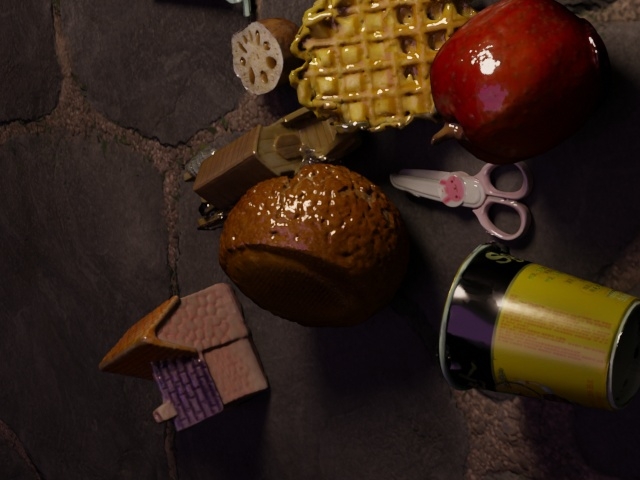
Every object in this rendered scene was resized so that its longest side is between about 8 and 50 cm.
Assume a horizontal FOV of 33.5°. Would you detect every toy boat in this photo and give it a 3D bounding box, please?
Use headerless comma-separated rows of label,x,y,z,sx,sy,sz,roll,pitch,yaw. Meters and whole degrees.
toy boat,-0.091,-0.138,1.755,0.445,0.162,0.136,-24,81,46

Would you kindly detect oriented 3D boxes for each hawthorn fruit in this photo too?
hawthorn fruit,0.238,-0.190,1.341,0.215,0.249,0.215,46,171,9

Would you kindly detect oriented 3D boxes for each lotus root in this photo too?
lotus root,-0.082,-0.304,1.754,0.122,0.081,0.112,-20,89,46

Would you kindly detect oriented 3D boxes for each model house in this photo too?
model house,-0.267,0.232,1.989,0.202,0.237,0.237,-25,84,45

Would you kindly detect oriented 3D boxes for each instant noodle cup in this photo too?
instant noodle cup,0.306,0.126,1.423,0.236,0.215,0.216,12,111,33

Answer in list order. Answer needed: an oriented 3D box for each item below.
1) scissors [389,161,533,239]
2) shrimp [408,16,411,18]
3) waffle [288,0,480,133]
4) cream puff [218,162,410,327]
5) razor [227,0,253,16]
scissors,0.204,-0.077,1.568,0.242,0.030,0.118,15,112,39
shrimp,0.125,-0.416,1.528,0.154,0.062,0.294,59,136,23
waffle,0.096,-0.264,1.507,0.262,0.060,0.281,37,109,-1
cream puff,0.000,0.000,1.651,0.302,0.212,0.303,17,149,10
razor,-0.224,-0.450,1.870,0.277,0.056,0.111,11,111,43
